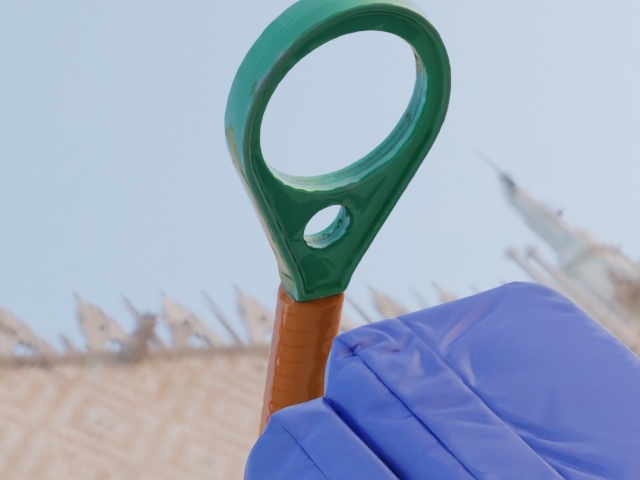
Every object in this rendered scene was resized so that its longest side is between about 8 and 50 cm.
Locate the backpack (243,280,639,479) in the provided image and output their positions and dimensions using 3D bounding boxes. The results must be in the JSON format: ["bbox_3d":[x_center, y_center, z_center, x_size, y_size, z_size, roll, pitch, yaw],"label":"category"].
[{"bbox_3d":[0.036,0.085,0.454,0.101,0.098,0.120,-14,-58,-15],"label":"backpack"}]

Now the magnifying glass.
[{"bbox_3d":[0.000,0.000,0.796,0.092,0.026,0.231,-12,-48,-26],"label":"magnifying glass"}]
